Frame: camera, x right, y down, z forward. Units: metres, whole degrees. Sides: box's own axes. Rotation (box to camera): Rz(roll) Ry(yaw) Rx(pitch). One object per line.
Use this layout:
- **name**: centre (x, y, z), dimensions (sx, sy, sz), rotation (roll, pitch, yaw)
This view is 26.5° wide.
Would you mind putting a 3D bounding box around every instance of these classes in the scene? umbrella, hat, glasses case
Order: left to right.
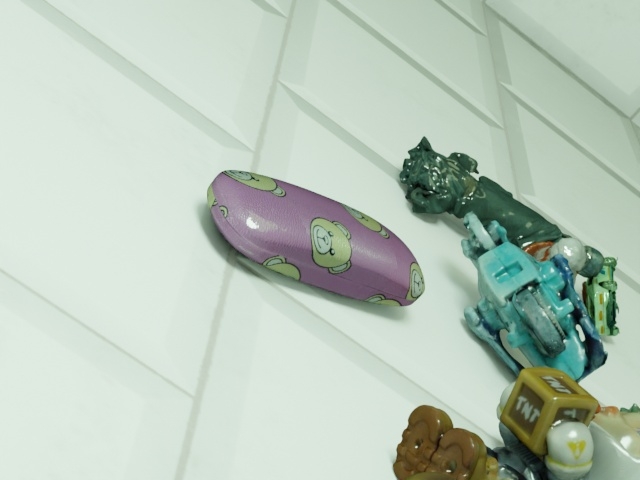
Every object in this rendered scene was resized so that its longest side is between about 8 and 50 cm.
- **glasses case**: centre (0.000, 0.000, 1.573), dimensions (0.316, 0.076, 0.123), rotation (20, 32, -41)
- **umbrella**: centre (0.270, -0.028, 2.030), dimensions (0.349, 0.094, 0.143), rotation (27, 45, -18)
- **hat**: centre (0.329, 0.041, 1.893), dimensions (0.093, 0.162, 0.112), rotation (18, 71, -13)

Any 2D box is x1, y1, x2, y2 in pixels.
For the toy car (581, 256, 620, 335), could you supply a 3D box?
- **toy car**: centre (0.440, 0.088, 2.132), dimensions (0.186, 0.058, 0.093), rotation (-61, 145, -68)

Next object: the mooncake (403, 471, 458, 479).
- **mooncake**: centre (0.111, 0.313, 1.132), dimensions (0.235, 0.117, 0.235), rotation (37, 21, -17)

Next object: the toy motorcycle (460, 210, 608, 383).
- **toy motorcycle**: centre (0.270, 0.088, 1.781), dimensions (0.206, 0.154, 0.260), rotation (53, 6, -42)

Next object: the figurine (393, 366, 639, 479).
- **figurine**: centre (0.261, 0.235, 1.439), dimensions (0.382, 0.186, 0.261), rotation (16, 22, -35)
